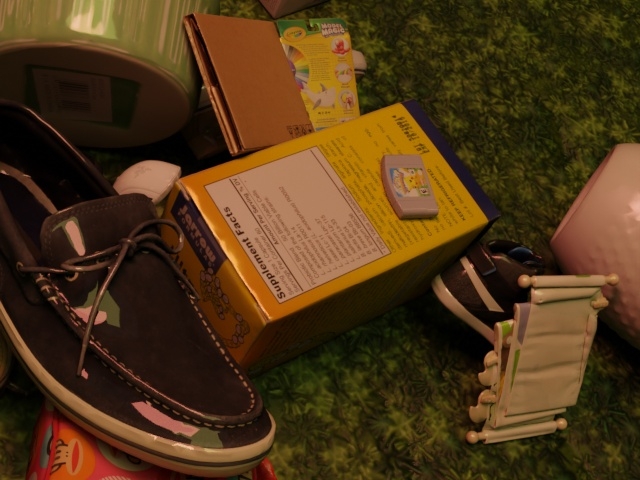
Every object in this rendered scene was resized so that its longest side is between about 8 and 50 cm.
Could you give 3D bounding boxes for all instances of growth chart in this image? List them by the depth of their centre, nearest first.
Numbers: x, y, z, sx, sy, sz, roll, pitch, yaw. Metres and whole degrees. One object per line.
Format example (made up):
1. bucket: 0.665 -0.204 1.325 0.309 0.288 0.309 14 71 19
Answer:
1. growth chart: 0.269 0.146 1.265 0.172 0.237 0.021 6 17 -26

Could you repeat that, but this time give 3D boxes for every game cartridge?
1. game cartridge: 0.100 -0.064 1.185 0.056 0.017 0.083 -5 62 -21

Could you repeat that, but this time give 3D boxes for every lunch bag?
1. lunch bag: -0.158 0.241 1.019 0.258 0.120 0.293 16 34 -17

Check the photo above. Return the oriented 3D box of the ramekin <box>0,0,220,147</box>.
1. ramekin: -0.274 -0.228 1.207 0.303 0.303 0.148 9 69 -17

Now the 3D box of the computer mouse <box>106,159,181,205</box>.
1. computer mouse: -0.228 -0.054 1.182 0.042 0.193 0.106 46 50 -20

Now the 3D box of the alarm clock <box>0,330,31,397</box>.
1. alarm clock: -0.407 0.128 1.067 0.192 0.064 0.129 -3 61 -27

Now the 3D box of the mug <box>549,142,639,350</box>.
1. mug: 0.500 0.002 1.331 0.328 0.374 0.276 33 58 8

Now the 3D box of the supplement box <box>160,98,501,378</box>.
1. supplement box: 0.000 0.000 1.235 0.356 0.195 0.194 -22 70 -33

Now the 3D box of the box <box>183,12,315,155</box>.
1. box: -0.078 -0.186 1.216 0.201 0.021 0.164 -19 89 -64

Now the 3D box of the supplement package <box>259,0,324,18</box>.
1. supplement package: -0.043 -0.516 1.542 0.199 0.198 0.263 -28 73 -33

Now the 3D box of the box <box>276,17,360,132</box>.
1. box: -0.007 -0.200 1.348 0.105 0.043 0.179 -7 92 -24

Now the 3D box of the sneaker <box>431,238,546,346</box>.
1. sneaker: 0.250 0.076 1.287 0.217 0.121 0.079 34 22 -36

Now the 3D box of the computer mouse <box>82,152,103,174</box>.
1. computer mouse: -0.380 -0.067 1.222 0.242 0.041 0.071 -6 38 -17

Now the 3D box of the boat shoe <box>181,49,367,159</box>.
1. boat shoe: -0.062 -0.186 1.401 0.302 0.109 0.094 -20 91 -26

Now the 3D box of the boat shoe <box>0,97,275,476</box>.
1. boat shoe: -0.224 0.035 1.025 0.500 0.156 0.187 43 30 25
